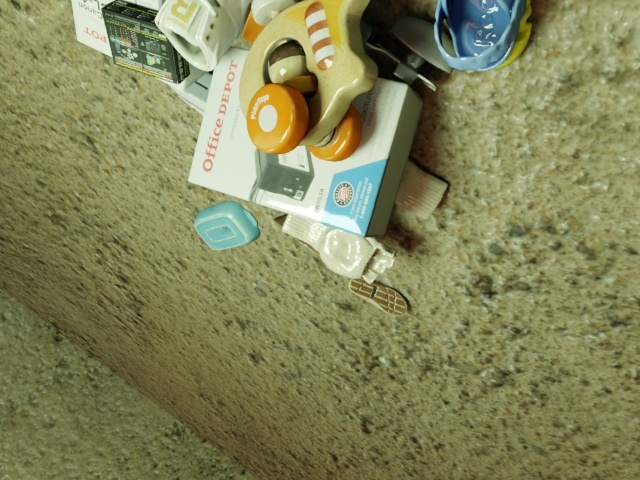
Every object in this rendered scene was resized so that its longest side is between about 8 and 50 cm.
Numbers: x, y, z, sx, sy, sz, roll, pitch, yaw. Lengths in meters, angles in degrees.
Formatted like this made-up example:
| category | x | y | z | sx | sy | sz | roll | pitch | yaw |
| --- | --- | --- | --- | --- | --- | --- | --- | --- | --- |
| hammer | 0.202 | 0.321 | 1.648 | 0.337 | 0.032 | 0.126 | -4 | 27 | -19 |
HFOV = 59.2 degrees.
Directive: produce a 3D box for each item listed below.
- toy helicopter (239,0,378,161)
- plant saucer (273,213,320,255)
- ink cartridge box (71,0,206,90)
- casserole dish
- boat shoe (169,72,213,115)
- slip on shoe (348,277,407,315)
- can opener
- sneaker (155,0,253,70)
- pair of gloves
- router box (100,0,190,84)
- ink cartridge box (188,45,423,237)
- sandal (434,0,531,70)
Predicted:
| category | x | y | z | sx | sy | sz | roll | pitch | yaw |
| --- | --- | --- | --- | --- | --- | --- | --- | --- | --- |
| toy helicopter | 0.004 | -0.284 | 0.694 | 0.235 | 0.140 | 0.355 | 53 | 123 | 26 |
| plant saucer | 0.000 | 0.000 | 1.099 | 0.198 | 0.036 | 0.198 | 35 | -175 | -3 |
| ink cartridge box | -0.260 | -0.419 | 0.853 | 0.226 | 0.131 | 0.306 | 27 | 139 | 8 |
| casserole dish | -0.222 | -0.026 | 1.299 | 0.188 | 0.037 | 0.114 | -13 | 122 | 41 |
| boat shoe | -0.172 | -0.246 | 1.021 | 0.226 | 0.083 | 0.076 | 36 | 172 | -8 |
| slip on shoe | 0.121 | 0.117 | 1.202 | 0.135 | 0.052 | 0.041 | 24 | 180 | 1 |
| can opener | 0.064 | -0.312 | 0.799 | 0.283 | 0.076 | 0.095 | 36 | 109 | 0 |
| sneaker | -0.138 | -0.339 | 0.713 | 0.108 | 0.169 | 0.293 | 26 | 160 | 7 |
| pair of gloves | 0.071 | -0.053 | 0.960 | 0.204 | 0.042 | 0.240 | 36 | 105 | -3 |
| router box | -0.259 | -0.297 | 0.845 | 0.122 | 0.038 | 0.092 | 21 | 139 | 13 |
| ink cartridge box | -0.026 | -0.154 | 0.875 | 0.307 | 0.129 | 0.223 | 18 | 98 | 19 |
| sandal | 0.183 | -0.325 | 0.633 | 0.126 | 0.138 | 0.318 | 8 | 132 | 31 |
